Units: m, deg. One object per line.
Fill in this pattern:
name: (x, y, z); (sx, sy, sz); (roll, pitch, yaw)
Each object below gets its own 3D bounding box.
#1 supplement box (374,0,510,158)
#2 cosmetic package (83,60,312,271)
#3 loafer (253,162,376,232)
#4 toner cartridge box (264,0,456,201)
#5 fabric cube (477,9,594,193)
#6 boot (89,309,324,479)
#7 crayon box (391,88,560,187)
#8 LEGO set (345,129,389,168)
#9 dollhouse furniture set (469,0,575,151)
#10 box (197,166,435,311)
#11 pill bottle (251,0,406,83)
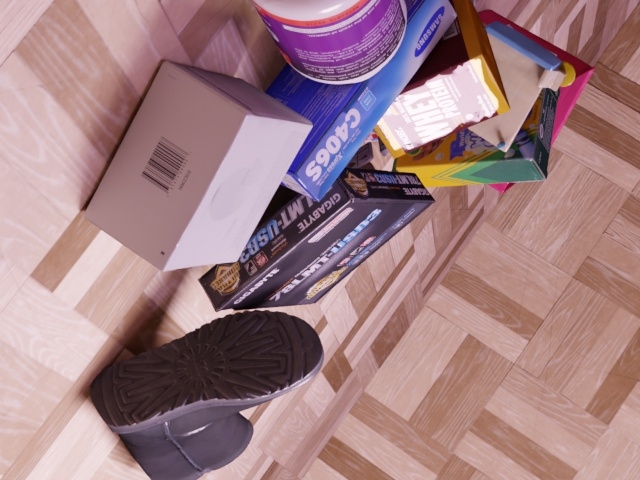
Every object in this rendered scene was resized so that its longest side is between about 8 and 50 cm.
supplement box: (0.160, -0.263, 1.822); (0.194, 0.191, 0.129); (-22, 138, 16)
cosmetic package: (-0.151, -0.093, 1.540); (0.224, 0.138, 0.225); (-60, 163, 12)
loafer: (-0.011, -0.061, 2.025); (0.366, 0.130, 0.133); (-41, 158, -41)
toner cartridge box: (0.030, -0.232, 1.735); (0.347, 0.165, 0.075); (-53, 135, -10)
fabric cube: (0.357, -0.288, 2.441); (0.254, 0.258, 0.259); (-31, 150, -58)
boot: (-0.161, 0.285, 2.013); (0.367, 0.146, 0.445); (-13, 153, -1)
crayon box: (0.271, -0.206, 2.246); (0.083, 0.323, 0.203); (46, 50, -48)
LEGO set: (0.123, -0.184, 1.979); (0.182, 0.060, 0.244); (-31, -158, 12)
dollhouse furniture set: (0.289, -0.277, 2.175); (0.198, 0.303, 0.286); (-32, 151, -54)
box: (0.000, 0.000, 1.880); (0.295, 0.073, 0.293); (-40, 163, 23)
pill bottle: (0.011, -0.311, 1.514); (0.181, 0.182, 0.323); (-55, 164, -5)
